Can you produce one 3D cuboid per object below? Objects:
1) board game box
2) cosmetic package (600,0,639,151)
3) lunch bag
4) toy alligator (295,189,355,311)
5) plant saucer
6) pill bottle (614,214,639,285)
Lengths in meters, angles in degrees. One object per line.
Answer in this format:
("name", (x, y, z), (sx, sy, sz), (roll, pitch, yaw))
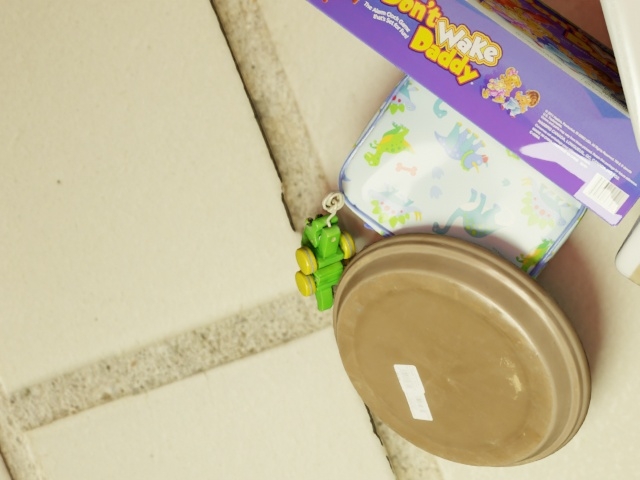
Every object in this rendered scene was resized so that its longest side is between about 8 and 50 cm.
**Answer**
("board game box", (0.152, -0.168, 1.008), (0.347, 0.233, 0.078), (38, 113, 9))
("cosmetic package", (0.372, -0.290, 0.797), (0.394, 0.327, 0.329), (-14, 107, 17))
("lunch bag", (0.137, -0.053, 1.120), (0.219, 0.090, 0.176), (37, 113, 8))
("toy alligator", (0.000, 0.000, 1.183), (0.051, 0.056, 0.189), (55, 156, 34))
("plant saucer", (0.126, 0.119, 1.139), (0.278, 0.041, 0.277), (20, 132, 24))
("pill bottle", (0.404, 0.028, 1.001), (0.265, 0.153, 0.153), (32, 112, 11))
